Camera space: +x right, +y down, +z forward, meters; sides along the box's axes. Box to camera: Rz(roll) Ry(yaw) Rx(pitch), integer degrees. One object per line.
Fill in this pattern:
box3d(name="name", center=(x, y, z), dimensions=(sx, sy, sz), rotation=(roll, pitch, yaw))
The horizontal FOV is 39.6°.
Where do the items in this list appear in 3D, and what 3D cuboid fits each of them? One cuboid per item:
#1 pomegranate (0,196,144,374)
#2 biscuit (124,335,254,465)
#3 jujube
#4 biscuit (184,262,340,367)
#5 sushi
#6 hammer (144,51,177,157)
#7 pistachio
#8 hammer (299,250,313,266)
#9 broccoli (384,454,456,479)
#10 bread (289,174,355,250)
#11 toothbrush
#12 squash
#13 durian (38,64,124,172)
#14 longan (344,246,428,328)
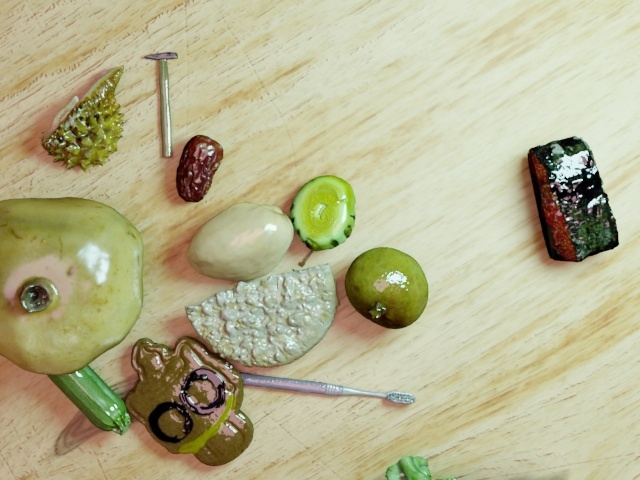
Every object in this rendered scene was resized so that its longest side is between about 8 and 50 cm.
box3d(name="pomegranate", center=(-0.465, 0.065, 1.535), dimensions=(0.333, 0.332, 0.332), rotation=(0, 92, -1))
box3d(name="biscuit", center=(-0.249, 0.298, 1.668), dimensions=(0.208, 0.041, 0.290), rotation=(-44, 92, 6))
box3d(name="jujube", center=(-0.228, -0.132, 1.651), dimensions=(0.077, 0.077, 0.129), rotation=(19, 103, -1))
box3d(name="biscuit", center=(-0.099, 0.151, 1.656), dimensions=(0.281, 0.084, 0.179), rotation=(-14, 96, 2))
box3d(name="sushi", center=(0.463, -0.076, 1.628), dimensions=(0.126, 0.136, 0.225), rotation=(-14, 97, 8))
box3d(name="hammer", center=(-0.297, -0.255, 1.673), dimensions=(0.062, 0.013, 0.198), rotation=(-2, 91, 0))
box3d(name="pistachio", center=(-0.145, 0.008, 1.632), dimensions=(0.201, 0.117, 0.145), rotation=(-27, 97, 2))
box3d(name="hammer", center=(0.000, 0.000, 1.686), dimensions=(0.029, 0.014, 0.123), rotation=(38, 94, 9))
box3d(name="broccoli", center=(0.178, 0.520, 1.610), dimensions=(0.261, 0.269, 0.241), rotation=(-32, 56, 21))
box3d(name="bread", center=(0.009, -0.050, 1.644), dimensions=(0.130, 0.071, 0.139), rotation=(-23, 72, 13))
box3d(name="toothbrush", center=(0.006, 0.282, 1.685), dimensions=(0.354, 0.029, 0.024), rotation=(7, 88, -1))
box3d(name="squash", center=(-0.438, 0.278, 1.657), dimensions=(0.219, 0.077, 0.068), rotation=(45, 57, 2))
box3d(name="durian", center=(-0.425, -0.231, 1.639), dimensions=(0.140, 0.078, 0.224), rotation=(29, 93, -2))
box3d(name="longan", center=(0.119, 0.093, 1.613), dimensions=(0.155, 0.176, 0.145), rotation=(10, 128, 8))
